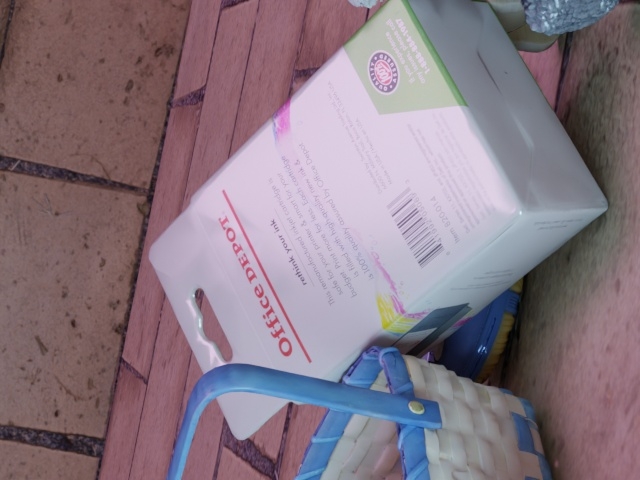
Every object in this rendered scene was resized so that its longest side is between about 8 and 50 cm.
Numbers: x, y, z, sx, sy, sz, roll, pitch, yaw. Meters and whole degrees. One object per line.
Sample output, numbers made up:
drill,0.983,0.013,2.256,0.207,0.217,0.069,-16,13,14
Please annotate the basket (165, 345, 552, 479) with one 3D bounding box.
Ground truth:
basket,0.018,0.199,1.335,0.201,0.289,0.255,-95,20,-46

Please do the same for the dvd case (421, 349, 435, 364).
dvd case,0.097,0.009,1.709,0.180,0.022,0.253,153,127,-71

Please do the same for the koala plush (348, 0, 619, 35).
koala plush,0.093,-0.257,1.289,0.203,0.221,0.196,85,167,-59

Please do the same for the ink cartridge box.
ink cartridge box,0.032,-0.010,1.422,0.353,0.119,0.207,-41,67,36

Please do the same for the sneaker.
sneaker,0.099,-0.020,1.514,0.112,0.131,0.296,133,144,-61

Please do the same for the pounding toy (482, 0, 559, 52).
pounding toy,0.152,-0.298,1.469,0.155,0.154,0.269,123,154,-55
